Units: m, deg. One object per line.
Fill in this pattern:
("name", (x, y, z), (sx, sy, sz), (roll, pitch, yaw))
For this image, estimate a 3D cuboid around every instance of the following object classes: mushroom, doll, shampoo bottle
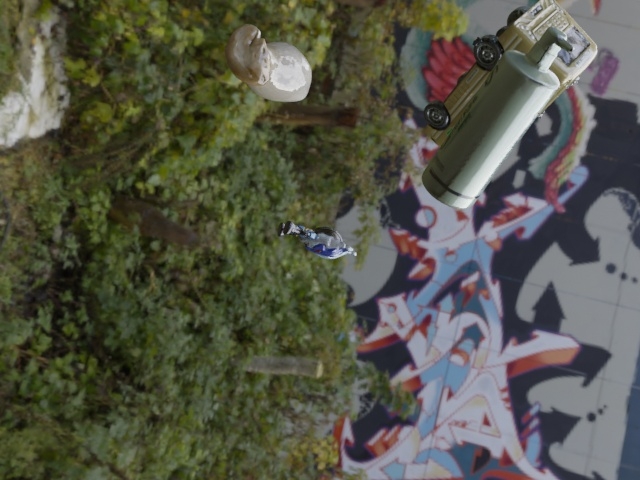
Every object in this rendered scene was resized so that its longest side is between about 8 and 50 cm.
("mushroom", (-0.075, -0.271, 1.055), (0.212, 0.088, 0.096), (3, 105, -66))
("doll", (0.000, 0.000, 1.515), (0.096, 0.195, 0.070), (5, -103, 64))
("shampoo bottle", (0.233, -0.161, 0.886), (0.262, 0.085, 0.085), (-60, -174, 36))

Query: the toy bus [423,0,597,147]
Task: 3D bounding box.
("toy bus", (0.378, -0.311, 1.398), (0.177, 0.202, 0.365), (-43, 175, -32))
